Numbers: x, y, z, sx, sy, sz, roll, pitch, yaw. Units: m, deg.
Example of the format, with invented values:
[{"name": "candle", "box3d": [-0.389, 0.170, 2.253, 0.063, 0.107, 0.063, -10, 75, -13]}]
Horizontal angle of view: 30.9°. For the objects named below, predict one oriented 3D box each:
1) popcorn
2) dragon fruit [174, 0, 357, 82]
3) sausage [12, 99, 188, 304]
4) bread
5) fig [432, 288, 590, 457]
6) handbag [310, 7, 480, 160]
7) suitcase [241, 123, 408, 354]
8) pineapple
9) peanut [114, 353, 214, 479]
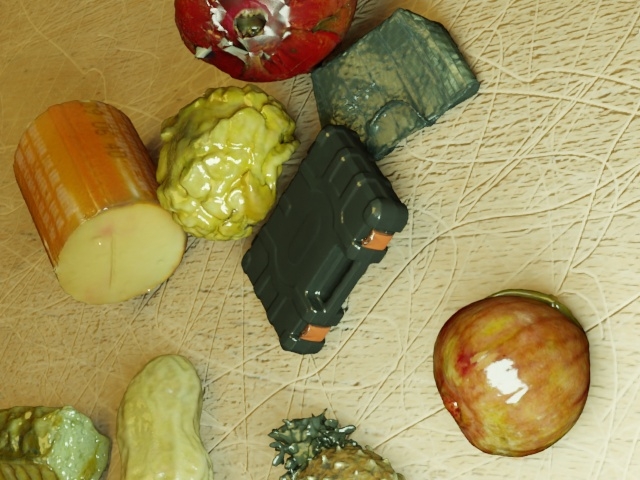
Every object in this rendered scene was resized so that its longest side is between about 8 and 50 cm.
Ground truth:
[{"name": "popcorn", "box3d": [-0.150, -0.118, 1.778, 0.250, 0.190, 0.250, -26, 43, 27]}, {"name": "dragon fruit", "box3d": [-0.080, -0.383, 1.746, 0.295, 0.295, 0.302, -40, 13, 25]}, {"name": "sausage", "box3d": [-0.373, -0.067, 1.947, 0.233, 0.233, 0.287, -48, 49, 19]}, {"name": "bread", "box3d": [-0.486, 0.355, 1.959, 0.267, 0.130, 0.152, -7, 79, 41]}, {"name": "fig", "box3d": [0.228, 0.145, 1.349, 0.205, 0.205, 0.205, -17, 63, 38]}, {"name": "handbag", "box3d": [0.097, -0.215, 1.677, 0.270, 0.088, 0.175, -32, 63, 30]}, {"name": "suitcase", "box3d": [0.000, 0.000, 1.645, 0.286, 0.066, 0.206, -57, 43, 29]}, {"name": "pineapple", "box3d": [0.020, 0.313, 1.510, 0.158, 0.157, 0.279, -56, 33, 11]}, {"name": "peanut", "box3d": [-0.235, 0.317, 1.738, 0.149, 0.149, 0.313, -31, 51, 31]}]
